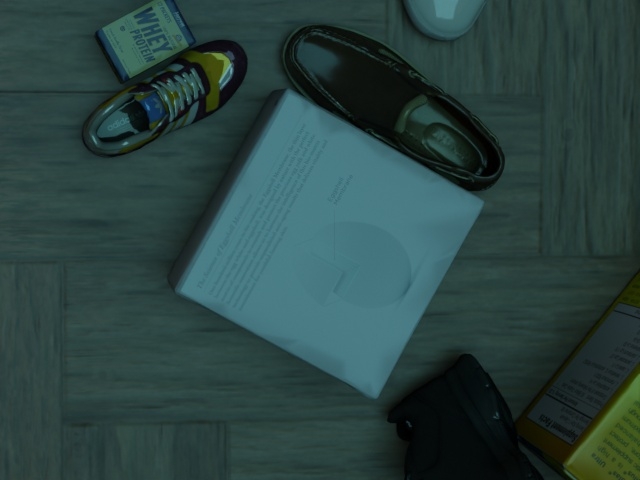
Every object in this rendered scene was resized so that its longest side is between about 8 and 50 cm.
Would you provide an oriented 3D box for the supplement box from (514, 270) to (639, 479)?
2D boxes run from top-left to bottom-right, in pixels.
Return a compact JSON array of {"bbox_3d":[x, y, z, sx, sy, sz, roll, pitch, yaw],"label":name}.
[{"bbox_3d":[0.395,0.133,1.642,0.195,0.194,0.356,40,88,-9],"label":"supplement box"}]

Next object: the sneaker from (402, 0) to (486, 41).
[{"bbox_3d":[0.145,-0.344,1.605,0.106,0.123,0.290,9,94,-12],"label":"sneaker"}]

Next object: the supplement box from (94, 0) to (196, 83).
[{"bbox_3d":[-0.172,-0.197,1.583,0.083,0.083,0.056,-30,98,-6],"label":"supplement box"}]

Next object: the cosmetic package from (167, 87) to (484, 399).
[{"bbox_3d":[0.000,0.000,1.597,0.225,0.138,0.224,30,89,-11],"label":"cosmetic package"}]

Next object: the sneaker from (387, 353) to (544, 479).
[{"bbox_3d":[0.154,0.243,1.593,0.130,0.286,0.109,-28,128,3],"label":"sneaker"}]

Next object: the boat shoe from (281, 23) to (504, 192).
[{"bbox_3d":[0.081,-0.138,1.621,0.257,0.095,0.095,30,89,-10],"label":"boat shoe"}]

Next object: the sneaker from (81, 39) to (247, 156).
[{"bbox_3d":[-0.149,-0.137,1.591,0.185,0.084,0.069,-34,98,-5],"label":"sneaker"}]
